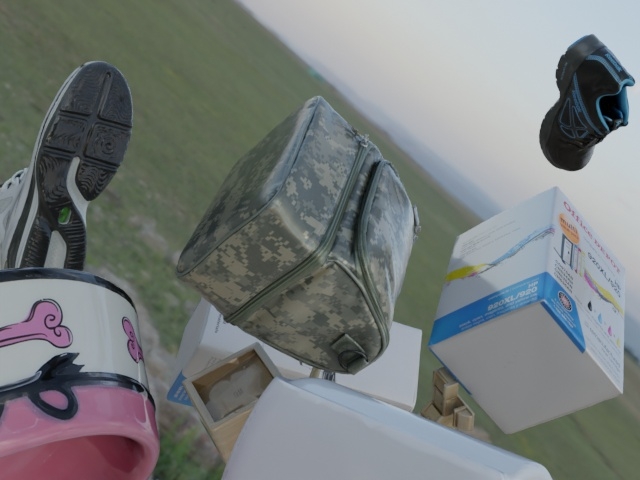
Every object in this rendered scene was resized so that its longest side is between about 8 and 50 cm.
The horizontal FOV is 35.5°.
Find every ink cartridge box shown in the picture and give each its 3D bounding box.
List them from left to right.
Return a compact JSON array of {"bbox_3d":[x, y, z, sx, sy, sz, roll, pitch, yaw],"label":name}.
[{"bbox_3d":[-0.050,0.230,1.837,0.395,0.166,0.285,18,-32,-12],"label":"ink cartridge box"},{"bbox_3d":[0.266,0.084,1.255,0.171,0.168,0.232,47,36,-20],"label":"ink cartridge box"}]

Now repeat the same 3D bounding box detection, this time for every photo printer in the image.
[{"bbox_3d":[0.026,0.266,0.880,0.308,0.255,0.107,16,-4,42],"label":"photo printer"}]

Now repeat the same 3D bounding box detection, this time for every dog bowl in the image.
[{"bbox_3d":[-0.330,0.206,0.924,0.150,0.408,0.408,58,14,25],"label":"dog bowl"}]

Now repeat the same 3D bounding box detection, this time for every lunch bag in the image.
[{"bbox_3d":[0.000,0.000,1.283,0.256,0.213,0.305,44,33,-17],"label":"lunch bag"}]

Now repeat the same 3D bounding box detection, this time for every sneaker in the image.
[{"bbox_3d":[-0.511,-0.129,1.817,0.258,0.447,0.169,25,8,41],"label":"sneaker"},{"bbox_3d":[0.516,-0.232,1.941,0.139,0.125,0.340,50,-16,31],"label":"sneaker"}]

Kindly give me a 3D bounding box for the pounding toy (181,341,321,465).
[{"bbox_3d":[-0.069,0.243,1.411,0.206,0.181,0.094,46,-21,53],"label":"pounding toy"}]

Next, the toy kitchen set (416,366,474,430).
[{"bbox_3d":[0.137,0.215,1.221,0.068,0.075,0.083,49,-31,47],"label":"toy kitchen set"}]
